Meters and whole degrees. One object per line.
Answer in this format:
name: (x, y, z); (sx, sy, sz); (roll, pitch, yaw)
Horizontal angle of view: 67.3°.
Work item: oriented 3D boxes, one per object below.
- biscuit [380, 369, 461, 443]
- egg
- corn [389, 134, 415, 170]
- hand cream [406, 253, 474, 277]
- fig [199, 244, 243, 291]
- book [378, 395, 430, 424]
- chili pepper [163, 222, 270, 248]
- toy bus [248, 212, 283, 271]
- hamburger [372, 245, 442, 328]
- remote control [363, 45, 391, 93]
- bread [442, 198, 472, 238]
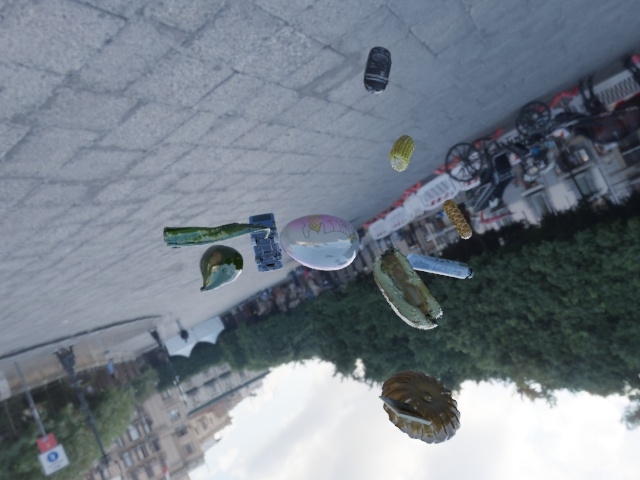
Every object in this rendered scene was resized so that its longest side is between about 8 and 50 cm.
biscuit: (0.392, 0.622, 1.850); (0.326, 0.326, 0.107); (-19, 135, -48)
egg: (0.000, 0.000, 1.636); (0.271, 0.196, 0.196); (22, 160, -15)
corn: (0.287, -0.310, 1.686); (0.063, 0.085, 0.165); (-36, -167, 40)
hand cream: (0.444, 0.095, 1.807); (0.272, 0.058, 0.091); (10, 144, -9)
fig: (-0.463, 0.132, 2.168); (0.244, 0.195, 0.195); (-66, -171, -17)
book: (0.273, 0.556, 1.586); (0.118, 0.012, 0.172); (20, 176, -14)
chili pepper: (-0.353, -0.020, 1.647); (0.359, 0.084, 0.076); (-4, -151, -2)
toy bus: (-0.222, 0.010, 1.966); (0.116, 0.133, 0.234); (-10, 136, -5)
hamburger: (0.283, 0.171, 1.592); (0.132, 0.308, 0.211); (-34, 154, 0)
remote control: (0.195, -0.579, 1.667); (0.090, 0.265, 0.066); (11, 140, 4)
bread: (0.490, -0.077, 1.720); (0.052, 0.157, 0.044); (-27, 172, -27)
